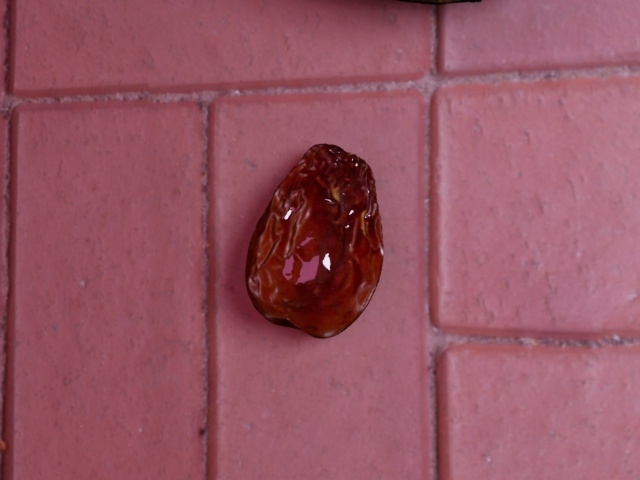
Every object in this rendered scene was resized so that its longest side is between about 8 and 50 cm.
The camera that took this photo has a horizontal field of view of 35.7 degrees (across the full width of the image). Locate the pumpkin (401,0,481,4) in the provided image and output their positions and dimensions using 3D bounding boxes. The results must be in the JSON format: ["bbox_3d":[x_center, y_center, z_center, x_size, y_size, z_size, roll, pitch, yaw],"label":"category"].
[{"bbox_3d":[0.132,-0.475,1.087,0.455,0.344,0.454,-6,67,15],"label":"pumpkin"}]

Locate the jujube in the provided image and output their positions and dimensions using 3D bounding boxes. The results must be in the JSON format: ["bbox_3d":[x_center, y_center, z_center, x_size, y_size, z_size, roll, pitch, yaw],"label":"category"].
[{"bbox_3d":[0.000,0.000,1.223,0.168,0.168,0.236,10,76,20],"label":"jujube"}]
